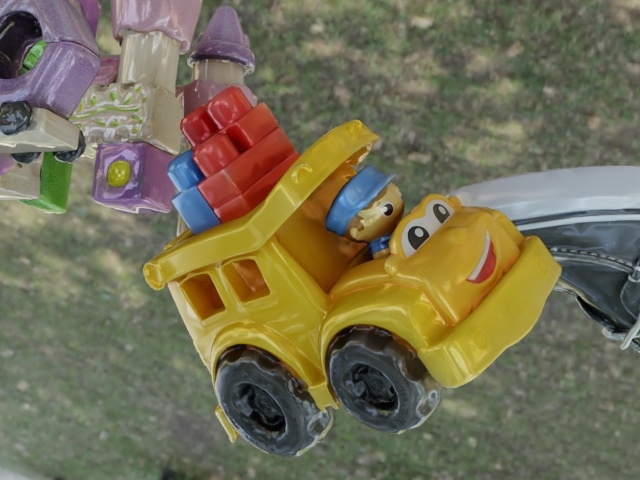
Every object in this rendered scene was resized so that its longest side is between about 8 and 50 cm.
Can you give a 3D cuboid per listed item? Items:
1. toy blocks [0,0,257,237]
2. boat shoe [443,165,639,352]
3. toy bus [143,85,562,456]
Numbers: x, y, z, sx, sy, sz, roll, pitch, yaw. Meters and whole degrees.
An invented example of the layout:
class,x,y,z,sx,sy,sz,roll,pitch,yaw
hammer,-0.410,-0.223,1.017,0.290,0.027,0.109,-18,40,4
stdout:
class,x,y,z,sx,sy,sz,roll,pitch,yaw
toy blocks,-0.219,-0.152,0.882,0.288,0.260,0.309,0,168,21
boat shoe,0.242,0.024,0.849,0.335,0.119,0.121,5,165,-15
toy bus,0.000,0.000,0.732,0.220,0.149,0.211,-20,105,46
